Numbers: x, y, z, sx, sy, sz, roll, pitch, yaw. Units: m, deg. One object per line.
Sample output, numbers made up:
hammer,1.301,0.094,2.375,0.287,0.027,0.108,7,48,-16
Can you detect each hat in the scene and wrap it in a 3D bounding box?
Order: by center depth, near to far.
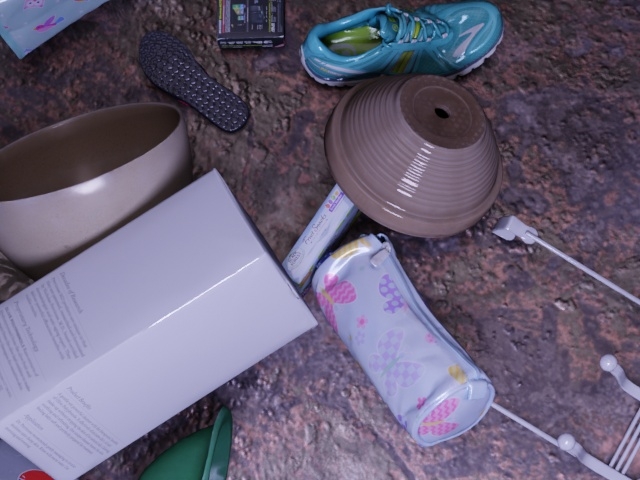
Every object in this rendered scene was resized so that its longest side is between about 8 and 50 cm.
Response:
hat,-0.215,0.290,1.728,0.184,0.173,0.208,8,74,6

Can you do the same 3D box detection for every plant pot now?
plant pot,-0.276,-0.030,1.787,0.284,0.284,0.191,-19,113,-2
plant pot,0.132,-0.130,1.802,0.237,0.109,0.237,10,56,-15

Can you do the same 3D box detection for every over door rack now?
over door rack,0.310,0.137,1.776,0.324,0.108,0.239,29,78,10

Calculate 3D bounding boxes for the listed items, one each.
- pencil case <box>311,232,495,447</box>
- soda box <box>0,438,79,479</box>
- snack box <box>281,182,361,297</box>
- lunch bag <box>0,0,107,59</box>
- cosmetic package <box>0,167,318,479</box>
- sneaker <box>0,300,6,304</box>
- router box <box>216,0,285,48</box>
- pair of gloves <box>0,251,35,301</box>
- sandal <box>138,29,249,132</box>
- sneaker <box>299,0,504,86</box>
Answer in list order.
pencil case,0.099,0.117,1.737,0.124,0.113,0.273,-46,54,18
soda box,-0.308,0.349,1.700,0.286,0.098,0.091,30,120,27
snack box,0.000,0.000,1.828,0.037,0.100,0.141,32,80,10
lunch bag,-0.393,-0.418,1.929,0.223,0.160,0.262,-32,65,-2
cosmetic package,-0.212,0.106,1.672,0.366,0.197,0.155,-33,55,-2
sneaker,-0.430,0.119,1.773,0.272,0.108,0.100,-2,77,2
router box,-0.094,-0.322,1.948,0.092,0.038,0.122,-1,75,2
pair of gloves,-0.446,0.108,1.852,0.204,0.042,0.240,24,80,8
sandal,-0.174,-0.209,1.927,0.179,0.040,0.067,41,86,-3
sneaker,0.109,-0.263,1.887,0.275,0.110,0.107,-12,75,-1
